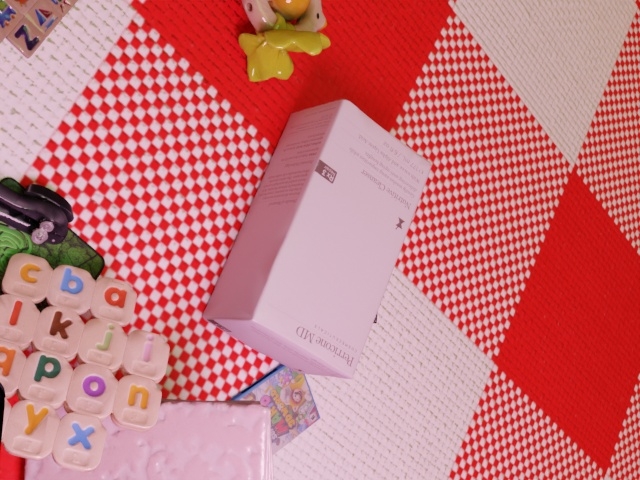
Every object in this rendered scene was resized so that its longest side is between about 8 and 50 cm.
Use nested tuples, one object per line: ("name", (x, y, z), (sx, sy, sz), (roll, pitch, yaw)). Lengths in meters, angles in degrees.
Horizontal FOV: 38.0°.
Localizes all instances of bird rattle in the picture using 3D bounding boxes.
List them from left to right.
("bird rattle", (-0.083, -0.383, 1.454), (0.207, 0.143, 0.254), (-37, 100, -48))

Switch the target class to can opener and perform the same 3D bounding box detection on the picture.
("can opener", (-0.400, -0.048, 1.178), (0.186, 0.073, 0.059), (26, 112, -35))

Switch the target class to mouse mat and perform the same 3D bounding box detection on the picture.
("mouse mat", (-0.386, 0.030, 1.221), (0.190, 0.007, 0.153), (46, 61, -30))

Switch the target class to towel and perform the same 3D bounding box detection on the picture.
("towel", (-0.221, 0.360, 1.189), (0.053, 0.331, 0.317), (24, 67, -80))

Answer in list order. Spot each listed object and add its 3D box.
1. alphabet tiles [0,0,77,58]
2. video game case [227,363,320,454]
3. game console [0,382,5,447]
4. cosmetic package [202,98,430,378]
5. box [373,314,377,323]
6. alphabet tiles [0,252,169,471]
("alphabet tiles", (-0.426, -0.331, 1.191), (0.198, 0.009, 0.237), (46, 61, -31))
("video game case", (-0.078, 0.276, 1.484), (0.166, 0.015, 0.119), (-31, 109, -37))
("game console", (-0.424, 0.278, 1.013), (0.213, 0.044, 0.361), (2, 126, -23))
("cosmetic package", (0.000, 0.000, 1.460), (0.217, 0.156, 0.385), (32, 68, -31))
("box", (0.066, 0.107, 1.613), (0.083, 0.018, 0.067), (12, 81, -41))
("alphabet tiles", (-0.330, 0.144, 1.140), (0.284, 0.021, 0.278), (17, 46, -17))
